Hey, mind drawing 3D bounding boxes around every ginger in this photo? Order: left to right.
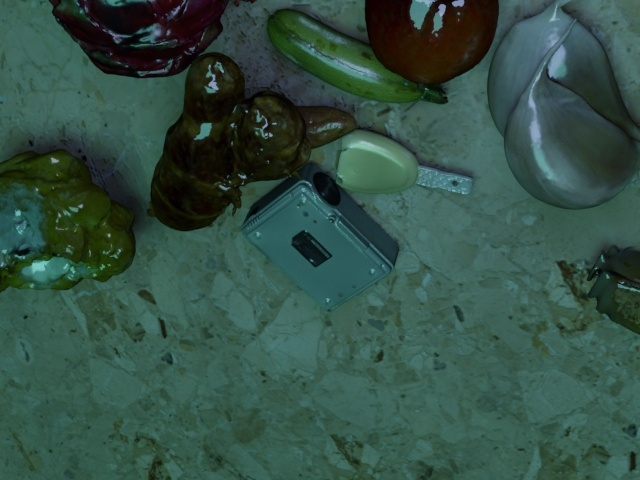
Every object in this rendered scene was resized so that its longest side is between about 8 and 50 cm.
[{"bbox_3d":[-0.162,-0.133,1.780,0.254,0.176,0.418,28,139,-9],"label":"ginger"}]

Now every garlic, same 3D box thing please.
[{"bbox_3d":[0.385,-0.208,1.655,0.245,0.231,0.340,-7,128,23],"label":"garlic"}]

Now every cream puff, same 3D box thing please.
[{"bbox_3d":[-0.522,-0.041,2.040,0.323,0.270,0.274,-14,85,23],"label":"cream puff"}]

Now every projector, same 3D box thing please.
[{"bbox_3d":[0.000,0.000,1.985,0.192,0.099,0.256,-35,110,31],"label":"projector"}]

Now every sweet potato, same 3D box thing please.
[{"bbox_3d":[-0.055,-0.202,1.861,0.251,0.097,0.097,-7,122,23],"label":"sweet potato"}]

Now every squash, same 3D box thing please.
[{"bbox_3d":[0.060,-0.295,1.767,0.340,0.094,0.094,24,127,-3],"label":"squash"}]

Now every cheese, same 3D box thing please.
[{"bbox_3d":[0.153,-0.127,1.883,0.251,0.054,0.127,13,130,6],"label":"cheese"}]

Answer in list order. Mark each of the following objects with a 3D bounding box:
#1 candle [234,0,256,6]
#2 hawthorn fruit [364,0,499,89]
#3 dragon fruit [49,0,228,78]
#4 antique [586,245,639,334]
[{"bbox_3d":[-0.110,-0.441,1.734,0.052,0.052,0.131,33,128,-9],"label":"candle"},{"bbox_3d":[0.173,-0.342,1.636,0.215,0.215,0.250,13,125,6],"label":"hawthorn fruit"},{"bbox_3d":[-0.285,-0.416,1.644,0.329,0.329,0.329,7,126,10],"label":"dragon fruit"},{"bbox_3d":[0.625,0.110,1.875,0.284,0.125,0.150,20,126,1],"label":"antique"}]
